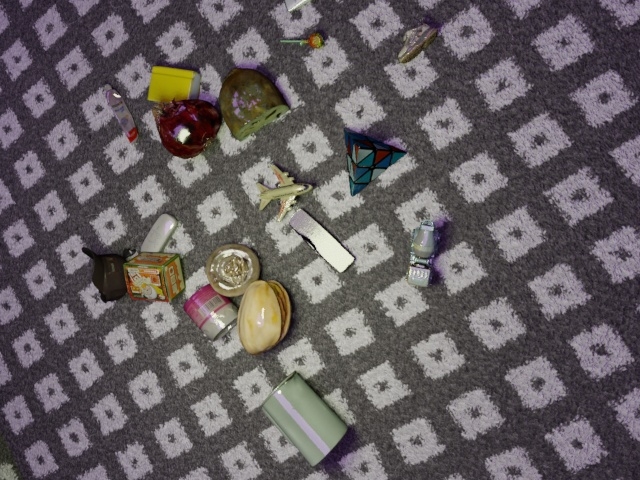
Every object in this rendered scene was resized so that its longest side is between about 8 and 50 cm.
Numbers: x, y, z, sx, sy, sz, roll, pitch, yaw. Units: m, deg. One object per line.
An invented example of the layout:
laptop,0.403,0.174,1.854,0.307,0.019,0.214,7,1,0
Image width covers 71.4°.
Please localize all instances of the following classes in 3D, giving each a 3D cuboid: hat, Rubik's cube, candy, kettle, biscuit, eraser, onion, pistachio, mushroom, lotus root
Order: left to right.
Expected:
hat,-0.906,0.132,1.976,0.208,0.336,0.238,-17,65,-23
eraser,-0.648,-0.680,1.979,0.225,0.069,0.158,13,93,13
onion,-0.552,-0.480,1.884,0.280,0.221,0.281,1,106,3
mushroom,-0.366,0.122,1.855,0.226,0.178,0.227,0,86,-1
lotus root,-0.308,-0.602,1.856,0.266,0.149,0.260,-29,84,10
pistachio,-0.233,0.317,1.813,0.229,0.230,0.309,5,87,14
candy,-0.079,-0.829,1.846,0.200,0.060,0.061,9,93,23
kettle,-0.073,0.718,1.810,0.318,0.265,0.205,44,69,10
biscuit,0.000,0.000,1.839,0.322,0.038,0.099,43,97,11
Rubik's cube,0.179,-0.383,1.770,0.249,0.284,0.234,-25,61,-11

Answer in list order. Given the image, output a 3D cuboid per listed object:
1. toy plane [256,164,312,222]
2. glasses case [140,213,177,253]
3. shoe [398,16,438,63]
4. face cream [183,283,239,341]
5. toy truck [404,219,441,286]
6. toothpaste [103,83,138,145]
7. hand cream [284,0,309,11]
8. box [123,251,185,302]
toy plane,-0.149,-0.200,1.840,0.255,0.104,0.242,-7,87,14
glasses case,-0.732,-0.015,2.016,0.092,0.059,0.233,37,102,7
shoe,0.358,-0.770,1.707,0.180,0.089,0.092,-40,82,9
face cream,-0.455,0.304,1.890,0.175,0.175,0.195,-45,79,11
toy truck,0.387,0.050,1.686,0.107,0.140,0.257,11,94,13
toothpaste,-0.924,-0.591,2.066,0.075,0.048,0.301,-30,86,9
hand cream,-0.032,-1.023,1.824,0.255,0.048,0.080,-15,88,15
box,-0.723,0.159,1.948,0.194,0.148,0.178,3,114,15
